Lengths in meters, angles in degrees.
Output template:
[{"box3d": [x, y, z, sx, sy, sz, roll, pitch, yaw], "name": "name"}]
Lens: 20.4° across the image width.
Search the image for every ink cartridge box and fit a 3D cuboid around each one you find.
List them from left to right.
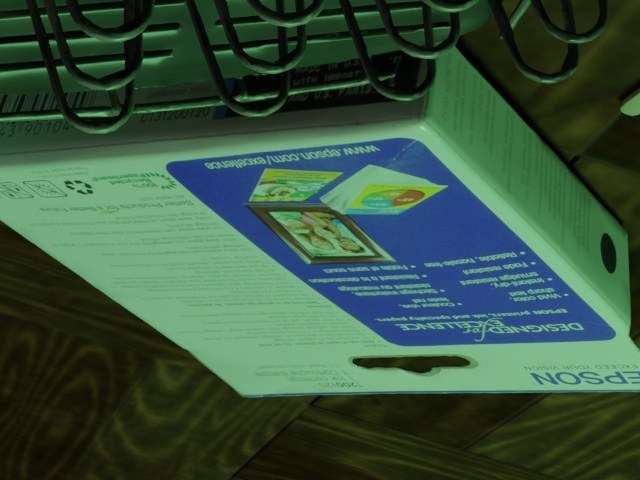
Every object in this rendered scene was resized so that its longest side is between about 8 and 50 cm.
[{"box3d": [0.000, 0.000, 0.656, 0.206, 0.045, 0.208, -4, 151, 33], "name": "ink cartridge box"}]

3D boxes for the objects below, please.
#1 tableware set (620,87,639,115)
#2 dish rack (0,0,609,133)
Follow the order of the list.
[{"box3d": [0.160, -0.041, 0.510, 0.104, 0.024, 0.154, 19, 155, -14], "name": "tableware set"}, {"box3d": [-0.011, -0.076, 0.377, 0.208, 0.074, 0.271, -6, 160, -14], "name": "dish rack"}]
